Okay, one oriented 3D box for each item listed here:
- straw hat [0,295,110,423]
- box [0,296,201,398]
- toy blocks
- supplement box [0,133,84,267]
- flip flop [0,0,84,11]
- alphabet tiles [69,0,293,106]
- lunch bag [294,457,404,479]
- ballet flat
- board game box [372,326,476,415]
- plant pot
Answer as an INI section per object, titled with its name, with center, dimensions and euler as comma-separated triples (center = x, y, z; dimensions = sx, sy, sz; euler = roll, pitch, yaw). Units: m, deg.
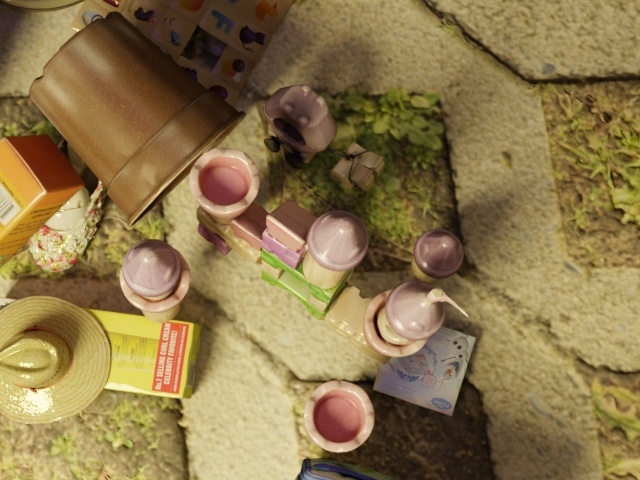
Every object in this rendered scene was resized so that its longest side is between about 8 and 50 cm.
[straw hat]
center = -0.293, 0.121, 0.932
dimensions = 0.144, 0.061, 0.144
euler = 0, 83, 2
[box]
center = -0.252, 0.117, 0.991
dimensions = 0.232, 0.058, 0.087
euler = 8, 81, 3
[toy blocks]
center = 0.000, 0.000, 0.871
dimensions = 0.288, 0.260, 0.309
euler = 36, 72, 5
[supplement box]
center = -0.361, -0.011, 0.965
dimensions = 0.233, 0.078, 0.080
euler = -38, 86, 20
[flip flop]
center = -0.254, -0.335, 1.046
dimensions = 0.277, 0.080, 0.112
euler = -7, 82, 0
[alphabet tiles]
center = -0.137, -0.288, 1.040
dimensions = 0.198, 0.009, 0.237
euler = 31, 83, -14
[lunch bag]
center = 0.074, 0.284, 0.897
dimensions = 0.219, 0.176, 0.090
euler = 17, 83, 5
[ballet flat]
center = -0.272, -0.084, 1.013
dimensions = 0.091, 0.077, 0.241
euler = 18, 83, 4
[board game box]
center = 0.113, 0.134, 0.996
dimensions = 0.090, 0.020, 0.090
euler = 18, 81, 4
[plant pot]
center = -0.191, -0.130, 0.925
dimensions = 0.167, 0.167, 0.165
euler = -44, 96, -5
